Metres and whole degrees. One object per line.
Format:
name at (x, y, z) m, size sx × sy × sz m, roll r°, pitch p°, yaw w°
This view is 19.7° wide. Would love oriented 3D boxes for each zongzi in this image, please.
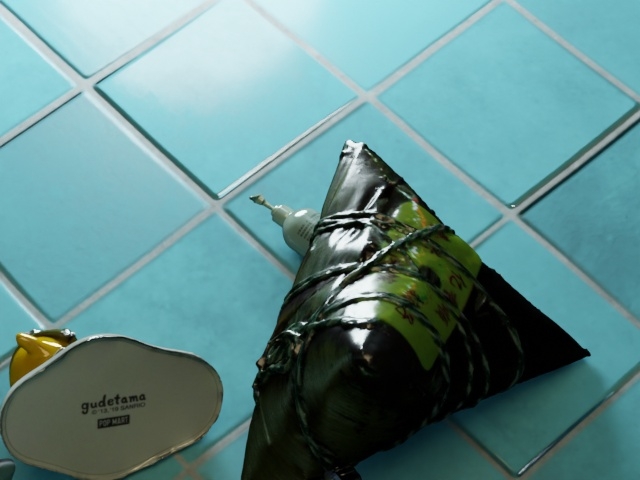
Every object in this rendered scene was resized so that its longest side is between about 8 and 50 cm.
zongzi at (0.120, 0.121, 1.991) m, size 0.362 × 0.319 × 0.383 m, roll 30°, pitch 52°, yaw -10°

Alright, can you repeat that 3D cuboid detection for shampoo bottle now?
shampoo bottle at (0.000, 0.000, 2.149) m, size 0.195 × 0.056 × 0.056 m, roll 35°, pitch 63°, yaw 21°

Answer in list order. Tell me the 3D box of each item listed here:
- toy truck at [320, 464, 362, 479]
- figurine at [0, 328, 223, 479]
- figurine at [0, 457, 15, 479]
toy truck at (0.018, 0.346, 1.868) m, size 0.113 × 0.126 × 0.208 m, roll -21°, pitch 71°, yaw -15°
figurine at (-0.248, 0.163, 2.027) m, size 0.250 × 0.166 × 0.141 m, roll 4°, pitch 14°, yaw -26°
figurine at (-0.270, 0.390, 1.770) m, size 0.340 × 0.231 × 0.323 m, roll 44°, pitch 34°, yaw 15°
